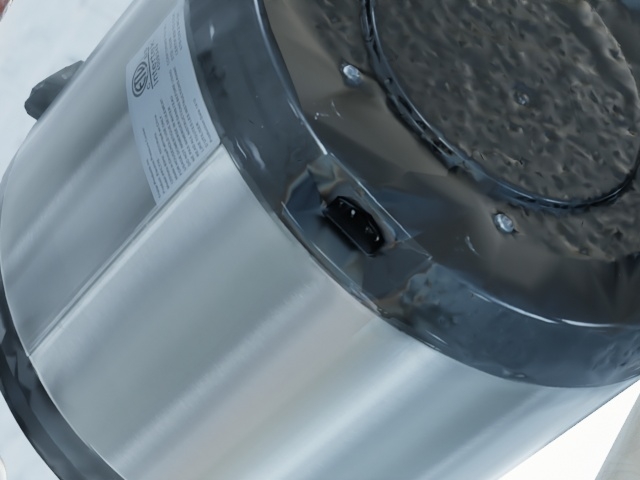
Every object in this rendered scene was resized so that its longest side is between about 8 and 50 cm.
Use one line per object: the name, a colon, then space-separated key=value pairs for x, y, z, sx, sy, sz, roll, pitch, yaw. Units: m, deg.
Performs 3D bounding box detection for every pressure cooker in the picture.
pressure cooker: x=-0.005 y=-0.002 z=1.206 sx=0.420 sy=0.375 sz=0.370 roll=-44 pitch=-167 yaw=43

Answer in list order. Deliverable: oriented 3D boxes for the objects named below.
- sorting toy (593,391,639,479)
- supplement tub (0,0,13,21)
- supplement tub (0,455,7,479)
sorting toy: x=0.338 y=0.180 z=1.687 sx=0.255 sy=0.089 sz=0.257 roll=-63 pitch=-172 yaw=0
supplement tub: x=-0.381 y=-0.242 z=1.781 sx=0.106 sy=0.198 sz=0.106 roll=-47 pitch=-162 yaw=21
supplement tub: x=-0.365 y=0.258 z=1.544 sx=0.228 sy=0.228 sz=0.316 roll=104 pitch=-10 yaw=-85
